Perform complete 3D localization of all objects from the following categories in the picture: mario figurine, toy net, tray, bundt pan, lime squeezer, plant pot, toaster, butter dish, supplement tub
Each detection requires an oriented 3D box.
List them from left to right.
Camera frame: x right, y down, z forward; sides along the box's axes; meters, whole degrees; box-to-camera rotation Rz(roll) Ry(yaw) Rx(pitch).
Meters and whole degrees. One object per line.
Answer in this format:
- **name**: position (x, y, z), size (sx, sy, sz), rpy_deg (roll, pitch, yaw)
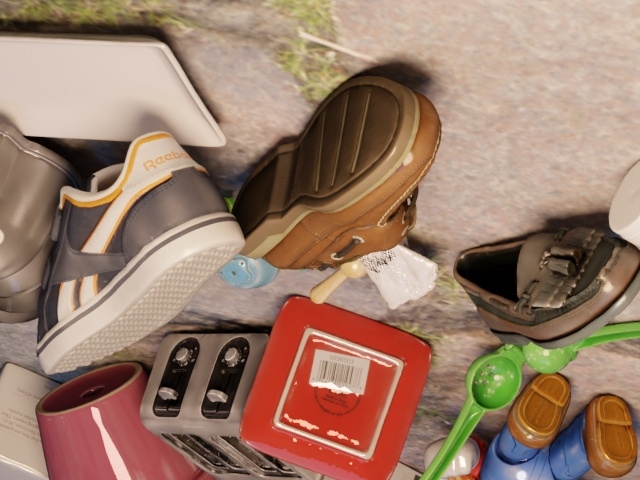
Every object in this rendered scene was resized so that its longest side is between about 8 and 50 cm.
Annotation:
- **bundt pan**: position (-0.370, -0.018, 1.796), size (0.331, 0.124, 0.331), rpy_deg (14, 159, 6)
- **tray**: position (-0.218, -0.137, 1.621), size (0.270, 0.030, 0.145), rpy_deg (5, 149, 25)
- **plant pot**: position (-0.225, 0.242, 2.135), size (0.201, 0.201, 0.180), rpy_deg (-9, 108, 42)
- **toaster**: position (-0.075, 0.181, 2.019), size (0.168, 0.110, 0.186), rpy_deg (-1, 147, 44)
- **toy net**: position (0.000, 0.000, 1.732), size (0.232, 0.045, 0.122), rpy_deg (3, 120, 22)
- **butter dish**: position (0.014, 0.152, 1.913), size (0.160, 0.160, 0.118), rpy_deg (20, 176, -1)
- **mario figurine**: position (0.204, 0.273, 1.953), size (0.198, 0.170, 0.320), rpy_deg (50, 148, 15)
- **lime squeezer**: position (0.191, 0.128, 1.789), size (0.310, 0.110, 0.059), rpy_deg (-37, 107, 23)
- **supplement tub**: position (0.287, -0.013, 1.490), size (0.107, 0.071, 0.071), rpy_deg (26, 152, -16)

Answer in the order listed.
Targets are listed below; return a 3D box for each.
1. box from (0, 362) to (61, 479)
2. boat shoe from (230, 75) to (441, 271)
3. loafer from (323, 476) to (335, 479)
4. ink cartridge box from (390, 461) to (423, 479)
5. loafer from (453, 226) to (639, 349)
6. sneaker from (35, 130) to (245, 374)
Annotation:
- **box**: position (-0.340, 0.257, 2.325), size (0.182, 0.119, 0.181), rpy_deg (25, 153, -12)
- **boat shoe**: position (0.032, -0.048, 1.561), size (0.104, 0.110, 0.307), rpy_deg (21, 160, -20)
- **loafer**: position (-0.075, 0.289, 2.242), size (0.111, 0.112, 0.319), rpy_deg (32, 142, -15)
- **ink cartridge box**: position (0.150, 0.356, 2.267), size (0.333, 0.065, 0.165), rpy_deg (28, 151, -19)
- **loafer**: position (0.181, 0.035, 1.592), size (0.084, 0.096, 0.267), rpy_deg (39, 163, -8)
- **sneaker**: position (-0.176, 0.011, 1.696), size (0.126, 0.127, 0.321), rpy_deg (-18, 166, -38)
